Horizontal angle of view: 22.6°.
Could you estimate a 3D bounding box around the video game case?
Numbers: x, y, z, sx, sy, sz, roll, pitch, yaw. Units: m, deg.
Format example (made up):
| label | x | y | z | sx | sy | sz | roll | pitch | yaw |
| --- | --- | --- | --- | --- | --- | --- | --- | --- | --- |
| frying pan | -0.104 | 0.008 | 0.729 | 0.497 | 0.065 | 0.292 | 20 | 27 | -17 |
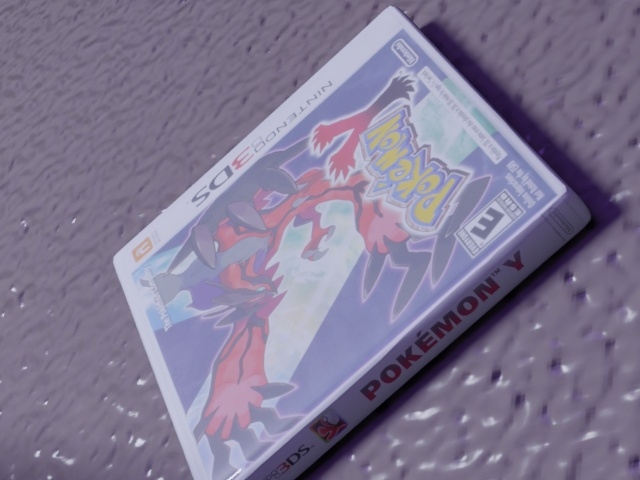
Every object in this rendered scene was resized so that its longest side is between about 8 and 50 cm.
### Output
| label | x | y | z | sx | sy | sz | roll | pitch | yaw |
| --- | --- | --- | --- | --- | --- | --- | --- | --- | --- |
| video game case | 0.000 | 0.000 | 0.679 | 0.183 | 0.023 | 0.201 | -42 | 33 | 7 |
